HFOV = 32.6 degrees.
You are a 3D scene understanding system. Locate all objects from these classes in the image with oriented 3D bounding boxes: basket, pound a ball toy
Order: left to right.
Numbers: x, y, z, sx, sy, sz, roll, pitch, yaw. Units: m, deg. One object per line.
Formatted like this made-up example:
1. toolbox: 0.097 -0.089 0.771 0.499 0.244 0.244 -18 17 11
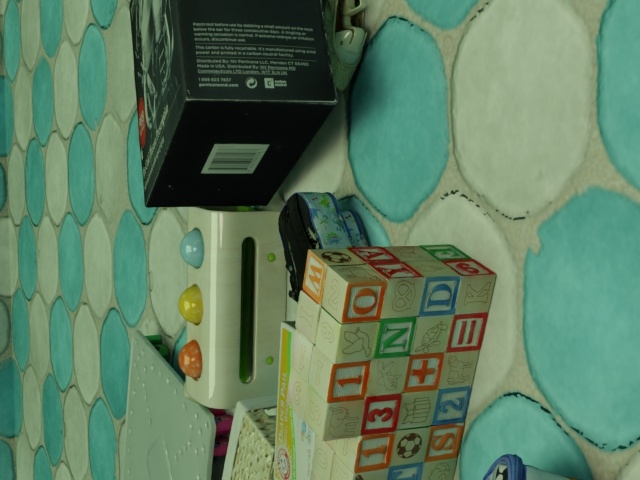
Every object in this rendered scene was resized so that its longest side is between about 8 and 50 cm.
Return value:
1. pound a ball toy: -0.153 0.106 1.570 0.208 0.136 0.319 16 105 61
2. basket: -0.052 0.295 1.413 0.103 0.113 0.167 44 130 51

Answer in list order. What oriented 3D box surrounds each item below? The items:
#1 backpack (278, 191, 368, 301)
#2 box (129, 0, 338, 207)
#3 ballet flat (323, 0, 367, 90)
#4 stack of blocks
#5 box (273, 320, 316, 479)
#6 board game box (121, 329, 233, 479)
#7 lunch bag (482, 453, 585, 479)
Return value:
1. backpack: 0.000 0.000 1.322 0.105 0.084 0.114 -48 55 52
2. box: -0.127 -0.243 1.380 0.343 0.179 0.312 130 136 -65
3. ballet flat: 0.031 -0.260 1.282 0.052 0.057 0.168 11 102 51
4. stack of blocks: 0.060 0.158 1.126 0.087 0.171 0.297 39 126 56
5. box: 0.019 0.199 1.269 0.103 0.114 0.203 24 114 60
6. board game box: -0.254 0.399 1.875 0.390 0.050 0.389 33 120 58
7. lunch bag: 0.148 0.335 0.915 0.303 0.115 0.243 -73 4 -49
